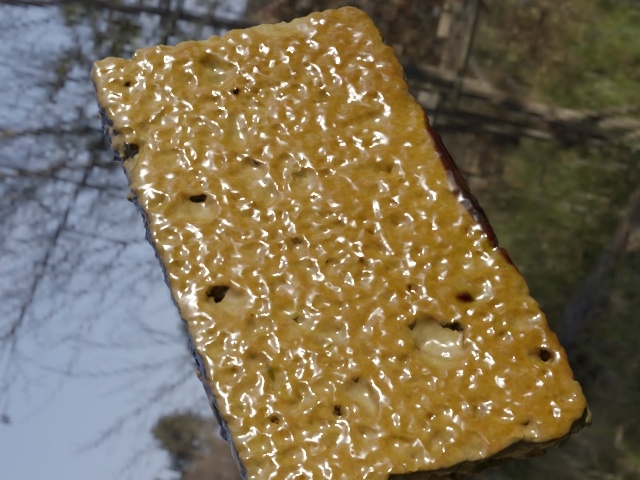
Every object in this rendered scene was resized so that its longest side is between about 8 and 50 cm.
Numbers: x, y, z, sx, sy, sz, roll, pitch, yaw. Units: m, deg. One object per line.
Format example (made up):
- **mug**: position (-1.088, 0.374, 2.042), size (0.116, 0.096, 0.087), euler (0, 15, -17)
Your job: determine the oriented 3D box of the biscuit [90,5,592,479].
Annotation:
- **biscuit**: position (0.000, 0.000, 0.557), size (0.025, 0.131, 0.231), euler (93, 158, -51)
